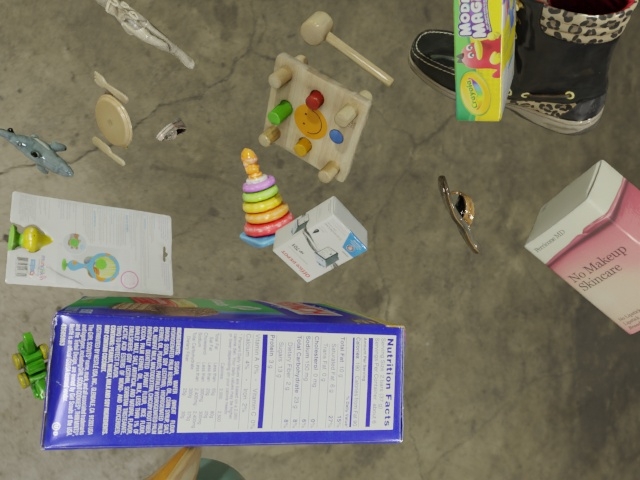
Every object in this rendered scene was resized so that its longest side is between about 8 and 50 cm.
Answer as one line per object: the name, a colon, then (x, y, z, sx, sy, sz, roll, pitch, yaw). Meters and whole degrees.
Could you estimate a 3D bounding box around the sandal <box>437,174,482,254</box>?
sandal: (0.326, -0.063, 1.353, 0.060, 0.090, 0.219, -29, 112, 12)

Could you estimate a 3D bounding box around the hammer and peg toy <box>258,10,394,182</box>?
hammer and peg toy: (-0.001, -0.319, 1.392, 0.265, 0.361, 0.127, 33, 51, 11)

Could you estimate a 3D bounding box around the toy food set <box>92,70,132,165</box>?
toy food set: (-0.466, -0.276, 1.354, 0.038, 0.132, 0.192, -35, 155, -44)

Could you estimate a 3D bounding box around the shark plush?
shark plush: (-0.558, -0.182, 1.168, 0.073, 0.067, 0.161, -41, 136, -3)

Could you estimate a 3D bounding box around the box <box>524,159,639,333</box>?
box: (0.478, 0.013, 0.961, 0.232, 0.149, 0.127, 39, 49, 1)

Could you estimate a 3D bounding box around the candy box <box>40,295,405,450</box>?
candy box: (-0.104, 0.127, 0.637, 0.316, 0.268, 0.122, 5, 87, -17)

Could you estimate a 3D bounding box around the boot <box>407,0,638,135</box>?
boot: (0.328, -0.348, 1.019, 0.138, 0.377, 0.284, -54, 159, -16)

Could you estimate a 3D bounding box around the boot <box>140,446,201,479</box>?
boot: (-0.325, 0.389, 0.876, 0.295, 0.211, 0.104, -56, 153, -55)

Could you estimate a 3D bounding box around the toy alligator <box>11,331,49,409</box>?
toy alligator: (-0.506, 0.239, 1.056, 0.056, 0.051, 0.190, -22, 120, -37)

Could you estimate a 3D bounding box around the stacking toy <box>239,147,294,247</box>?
stacking toy: (-0.187, -0.144, 1.853, 0.165, 0.175, 0.302, -27, 113, -28)

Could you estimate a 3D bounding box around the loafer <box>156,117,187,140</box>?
loafer: (-0.384, -0.284, 1.550, 0.039, 0.045, 0.125, 44, 29, -12)

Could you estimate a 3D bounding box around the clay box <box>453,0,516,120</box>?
clay box: (0.169, -0.250, 0.606, 0.127, 0.053, 0.222, -60, 147, -47)

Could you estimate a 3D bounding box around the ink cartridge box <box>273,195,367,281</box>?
ink cartridge box: (0.000, 0.000, 1.455, 0.139, 0.190, 0.082, 44, 29, -29)

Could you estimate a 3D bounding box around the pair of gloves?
pair of gloves: (-0.370, -0.425, 1.151, 0.042, 0.240, 0.204, -52, 162, 4)

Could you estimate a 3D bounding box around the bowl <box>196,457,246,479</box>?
bowl: (-0.258, 0.582, 1.237, 0.311, 0.163, 0.312, -1, 109, -4)

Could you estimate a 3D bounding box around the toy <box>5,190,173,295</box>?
toy: (-0.345, 0.015, 0.899, 0.237, 0.056, 0.137, 11, 64, -39)
